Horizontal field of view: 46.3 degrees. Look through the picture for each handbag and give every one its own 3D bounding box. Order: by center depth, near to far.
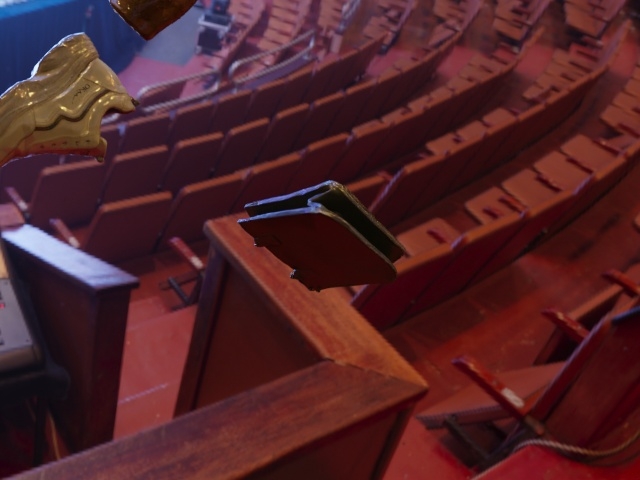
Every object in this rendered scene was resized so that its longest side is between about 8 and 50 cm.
[{"bbox_3d":[0.000,0.002,1.440,0.247,0.260,0.079,41,55,-33],"label":"handbag"}]

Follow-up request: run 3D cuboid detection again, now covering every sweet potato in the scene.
[{"bbox_3d":[-0.354,-0.627,1.806,0.158,0.158,0.370,31,67,21],"label":"sweet potato"}]

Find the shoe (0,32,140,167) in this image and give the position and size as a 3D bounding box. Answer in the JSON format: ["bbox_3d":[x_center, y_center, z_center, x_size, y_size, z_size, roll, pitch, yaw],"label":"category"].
[{"bbox_3d":[-0.501,-0.214,1.421,0.210,0.132,0.342,45,72,-19],"label":"shoe"}]
